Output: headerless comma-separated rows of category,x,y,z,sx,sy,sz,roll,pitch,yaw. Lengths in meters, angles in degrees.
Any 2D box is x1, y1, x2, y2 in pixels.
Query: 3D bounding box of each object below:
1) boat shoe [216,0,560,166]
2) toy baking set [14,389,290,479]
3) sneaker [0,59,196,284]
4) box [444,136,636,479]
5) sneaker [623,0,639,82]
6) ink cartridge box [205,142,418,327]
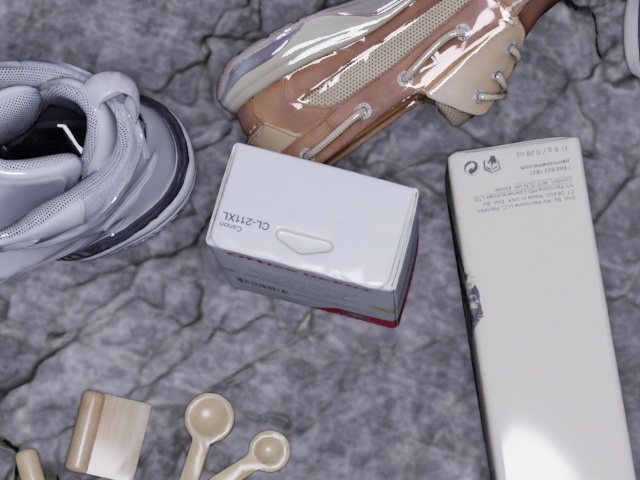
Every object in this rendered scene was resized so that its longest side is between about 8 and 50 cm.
boat shoe,0.089,-0.138,1.327,0.324,0.123,0.116,-26,85,10
toy baking set,-0.105,0.221,1.306,0.197,0.030,0.256,-12,79,0
sneaker,-0.265,-0.015,1.268,0.366,0.210,0.137,-25,79,-2
box,0.150,0.076,1.284,0.094,0.113,0.275,-8,77,2
sneaker,0.275,-0.238,1.339,0.107,0.110,0.275,1,78,3
ink cartridge box,0.000,0.000,1.271,0.127,0.175,0.072,15,80,5
